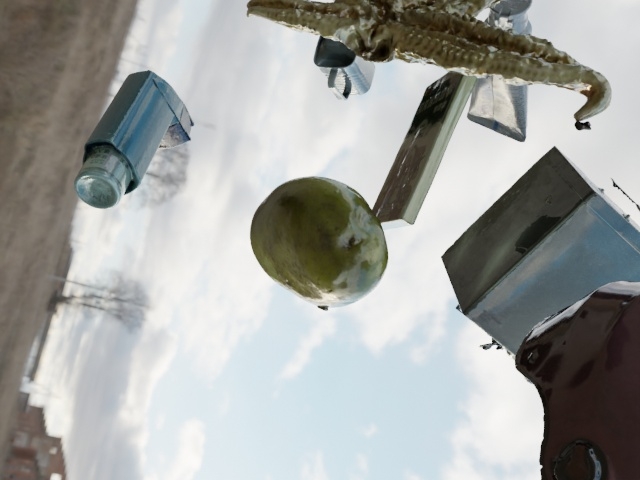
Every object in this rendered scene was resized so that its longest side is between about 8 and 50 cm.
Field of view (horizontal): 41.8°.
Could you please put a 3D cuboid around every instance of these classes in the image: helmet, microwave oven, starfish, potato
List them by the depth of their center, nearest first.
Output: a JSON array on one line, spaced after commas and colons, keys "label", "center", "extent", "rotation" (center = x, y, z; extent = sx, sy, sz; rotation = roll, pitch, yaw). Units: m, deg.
[{"label": "helmet", "center": [0.362, 0.182, 0.838], "extent": [0.197, 0.271, 0.338], "rotation": [-46, -140, 36]}, {"label": "starfish", "center": [0.141, -0.267, 0.924], "extent": [0.324, 0.432, 0.082], "rotation": [-52, 144, -36]}, {"label": "potato", "center": [0.000, 0.002, 1.192], "extent": [0.228, 0.148, 0.197], "rotation": [-32, -109, 61]}, {"label": "microwave oven", "center": [0.489, 0.106, 1.550], "extent": [0.374, 0.432, 0.236], "rotation": [-46, -162, 16]}]

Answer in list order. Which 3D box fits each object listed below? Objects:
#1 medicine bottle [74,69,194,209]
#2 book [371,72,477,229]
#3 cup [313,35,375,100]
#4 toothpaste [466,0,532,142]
[{"label": "medicine bottle", "center": [-0.257, -0.134, 1.156], "extent": [0.258, 0.079, 0.124], "rotation": [-75, 155, -49]}, {"label": "book", "center": [0.156, -0.141, 1.304], "extent": [0.264, 0.027, 0.202], "rotation": [-66, -171, -7]}, {"label": "cup", "center": [0.050, -0.359, 1.750], "extent": [0.129, 0.095, 0.128], "rotation": [44, 55, -60]}, {"label": "toothpaste", "center": [0.290, -0.271, 1.334], "extent": [0.073, 0.114, 0.299], "rotation": [-54, 157, -23]}]
